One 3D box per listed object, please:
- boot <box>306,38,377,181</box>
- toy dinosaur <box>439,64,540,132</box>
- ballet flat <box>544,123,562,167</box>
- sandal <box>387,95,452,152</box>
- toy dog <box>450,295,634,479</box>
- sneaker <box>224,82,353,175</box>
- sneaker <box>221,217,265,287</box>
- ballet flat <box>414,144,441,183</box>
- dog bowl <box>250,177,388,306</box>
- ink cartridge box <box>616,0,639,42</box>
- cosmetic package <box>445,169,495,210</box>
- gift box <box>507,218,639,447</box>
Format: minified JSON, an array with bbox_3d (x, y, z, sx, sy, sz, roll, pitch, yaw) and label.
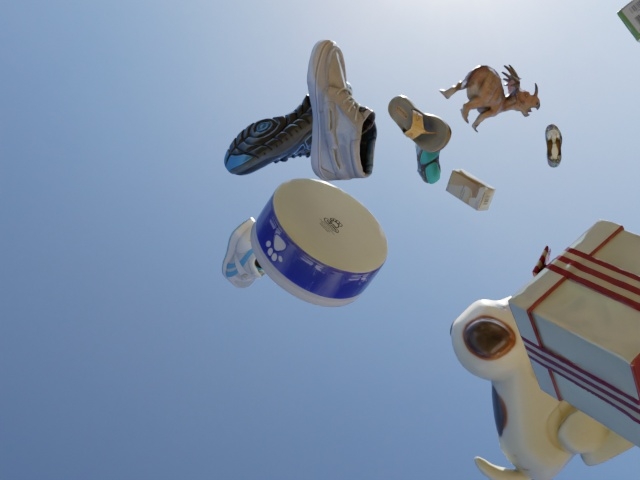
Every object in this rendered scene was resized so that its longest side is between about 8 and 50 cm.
[{"bbox_3d":[0.050,-0.237,1.222,0.095,0.123,0.258,-12,-77,-49],"label":"boot"},{"bbox_3d":[0.451,-0.406,1.805,0.295,0.200,0.127,23,-150,-51],"label":"toy dinosaur"},{"bbox_3d":[0.565,-0.234,1.630,0.041,0.041,0.114,8,-107,-23],"label":"ballet flat"},{"bbox_3d":[0.187,-0.234,1.350,0.049,0.072,0.180,-1,-142,-43],"label":"sandal"},{"bbox_3d":[0.468,0.316,1.569,0.395,0.284,0.408,-33,-90,8],"label":"toy dog"},{"bbox_3d":[-0.057,-0.229,1.553,0.341,0.140,0.125,-30,-133,-5],"label":"sneaker"},{"bbox_3d":[-0.152,0.050,1.468,0.092,0.229,0.087,43,-119,15],"label":"sneaker"},{"bbox_3d":[0.252,-0.206,1.625,0.070,0.188,0.070,-4,-120,7],"label":"ballet flat"},{"bbox_3d":[0.000,0.000,1.356,0.265,0.104,0.265,22,-142,-18],"label":"dog bowl"},{"bbox_3d":[0.574,-0.383,1.126,0.209,0.109,0.062,-18,-106,-56],"label":"ink cartridge box"},{"bbox_3d":[0.363,-0.123,1.639,0.041,0.060,0.115,-5,-149,-36],"label":"cosmetic package"},{"bbox_3d":[0.482,0.134,1.068,0.276,0.258,0.255,-34,-58,-18],"label":"gift box"}]
